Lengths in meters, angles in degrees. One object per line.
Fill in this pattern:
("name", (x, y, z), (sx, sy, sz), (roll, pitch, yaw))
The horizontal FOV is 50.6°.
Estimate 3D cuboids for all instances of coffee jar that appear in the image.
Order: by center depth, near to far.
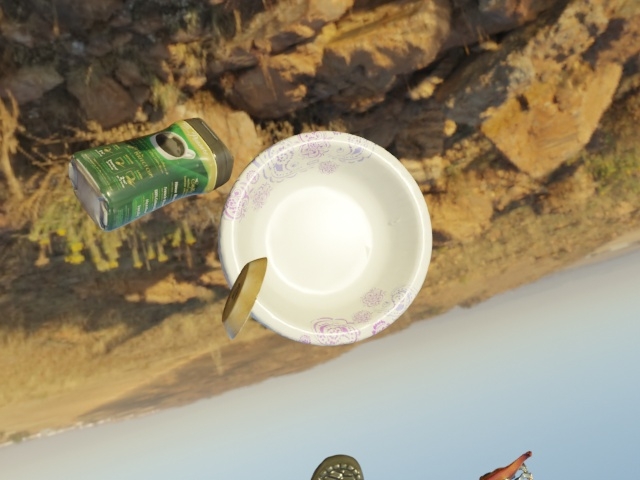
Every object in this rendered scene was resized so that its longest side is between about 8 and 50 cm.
("coffee jar", (-0.201, -0.085, 0.826), (0.184, 0.096, 0.079), (-26, 154, -34))

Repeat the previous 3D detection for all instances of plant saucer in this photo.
("plant saucer", (-0.073, 0.051, 0.629), (0.015, 0.083, 0.083), (25, 157, -13))

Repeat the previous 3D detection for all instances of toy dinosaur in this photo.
("toy dinosaur", (0.188, 0.261, 0.747), (0.082, 0.090, 0.047), (-9, -155, 0))

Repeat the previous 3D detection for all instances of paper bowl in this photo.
("paper bowl", (0.000, 0.000, 0.946), (0.284, 0.284, 0.148), (-14, 178, -12))

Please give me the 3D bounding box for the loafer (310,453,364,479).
("loafer", (0.005, 0.376, 0.889), (0.080, 0.220, 0.078), (11, -171, -4))
